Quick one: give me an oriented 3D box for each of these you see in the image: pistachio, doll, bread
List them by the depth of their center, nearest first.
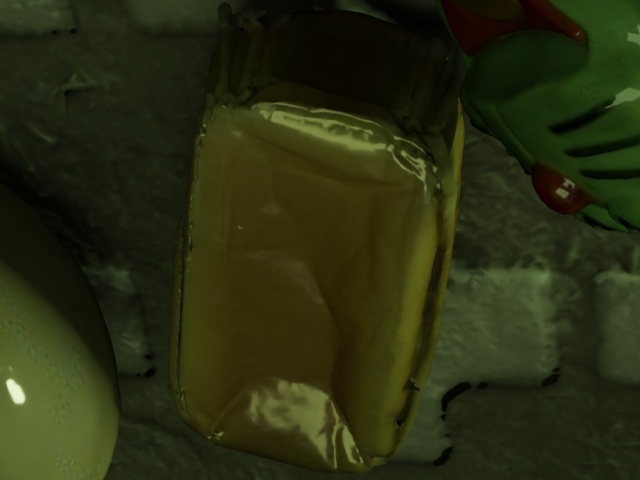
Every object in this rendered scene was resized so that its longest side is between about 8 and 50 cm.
[{"bbox_3d":[0.117,-0.135,0.792,0.186,0.198,0.322,-39,108,-10],"label":"doll"},{"bbox_3d":[0.000,0.000,0.978,0.136,0.107,0.241,11,130,5],"label":"bread"},{"bbox_3d":[-0.258,0.044,1.013,0.331,0.208,0.226,34,85,1],"label":"pistachio"}]
